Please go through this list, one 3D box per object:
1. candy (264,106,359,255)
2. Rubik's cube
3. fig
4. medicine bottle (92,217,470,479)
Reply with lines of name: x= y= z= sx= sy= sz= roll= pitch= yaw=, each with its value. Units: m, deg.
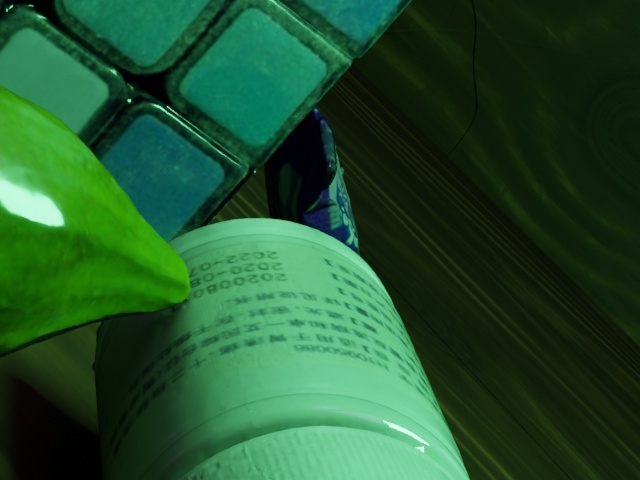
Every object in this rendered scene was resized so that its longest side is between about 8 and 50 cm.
candy: x=0.000 y=0.000 z=1.636 sx=0.145 sy=0.070 sz=0.275 roll=-111 pitch=-170 yaw=-52
Rubik's cube: x=-0.166 y=-0.251 z=1.552 sx=0.362 sy=0.359 sz=0.363 roll=34 pitch=15 yaw=-27
fig: x=-0.187 y=-0.016 z=1.014 sx=0.167 sy=0.234 sz=0.167 roll=168 pitch=-90 yaw=-78
medicine bottle: x=-0.020 y=0.134 z=1.060 sx=0.190 sy=0.190 sz=0.332 roll=37 pitch=13 yaw=-21
